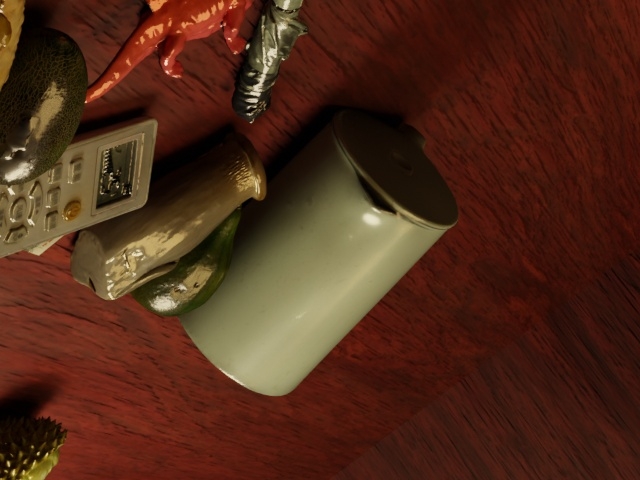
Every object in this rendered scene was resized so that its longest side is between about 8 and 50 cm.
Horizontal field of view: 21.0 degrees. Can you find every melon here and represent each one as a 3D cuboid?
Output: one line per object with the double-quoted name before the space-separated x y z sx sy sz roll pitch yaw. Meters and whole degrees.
"melon" -0.260 -0.119 1.522 0.099 0.099 0.162 -13 143 -47

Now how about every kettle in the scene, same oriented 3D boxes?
"kettle" 0.007 0.011 2.110 0.318 0.205 0.265 -47 155 24

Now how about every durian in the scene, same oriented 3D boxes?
"durian" -0.394 0.268 2.214 0.146 0.102 0.208 -33 -177 -1

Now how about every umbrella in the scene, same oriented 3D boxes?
"umbrella" -0.050 -0.197 1.768 0.050 0.046 0.188 -15 148 -29

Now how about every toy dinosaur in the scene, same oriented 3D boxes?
"toy dinosaur" -0.144 -0.214 1.568 0.286 0.070 0.139 -27 149 -15

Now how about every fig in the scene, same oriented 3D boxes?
"fig" -0.142 0.014 1.985 0.177 0.117 0.117 -35 162 19

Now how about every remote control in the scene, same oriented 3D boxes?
"remote control" -0.297 -0.047 1.696 0.313 0.055 0.109 -22 135 -41

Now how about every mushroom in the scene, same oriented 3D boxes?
"mushroom" -0.168 -0.024 1.895 0.247 0.096 0.108 -35 156 -4

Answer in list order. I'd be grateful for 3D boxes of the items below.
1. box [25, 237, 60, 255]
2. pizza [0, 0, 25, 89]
"box" -0.299 -0.015 1.807 0.054 0.024 0.083 -40 160 9
"pizza" -0.341 -0.158 1.300 0.278 0.114 0.409 -34 159 -19
